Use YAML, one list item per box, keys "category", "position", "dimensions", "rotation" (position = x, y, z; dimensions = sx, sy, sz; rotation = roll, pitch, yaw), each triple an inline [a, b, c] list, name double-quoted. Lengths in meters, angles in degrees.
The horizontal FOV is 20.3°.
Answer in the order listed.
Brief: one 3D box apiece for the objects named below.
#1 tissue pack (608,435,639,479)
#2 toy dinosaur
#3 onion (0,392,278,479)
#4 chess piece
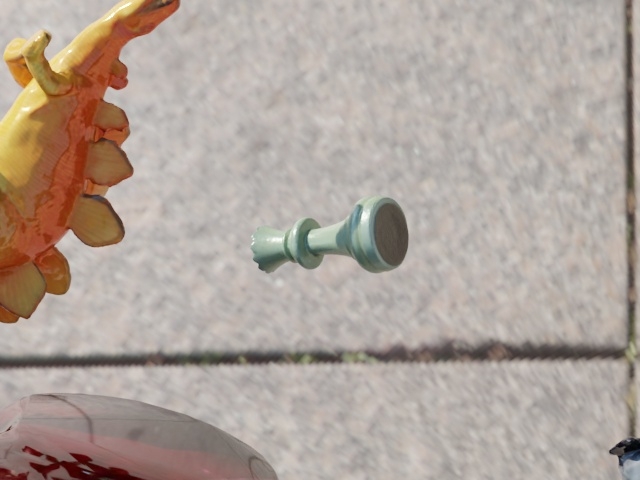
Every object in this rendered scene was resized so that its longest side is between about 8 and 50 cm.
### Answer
- category: "tissue pack"
  position: [0.292, 0.198, 0.659]
  dimensions: [0.259, 0.122, 0.361]
  rotation: [-24, 70, 20]
- category: "toy dinosaur"
  position: [-0.166, -0.016, 0.933]
  dimensions: [0.288, 0.070, 0.117]
  rotation: [-46, 108, 2]
- category: "onion"
  position: [-0.155, 0.314, 0.930]
  dimensions: [0.398, 0.398, 0.420]
  rotation: [11, 120, 19]
- category: "chess piece"
  position: [0.000, 0.000, 0.984]
  dimensions: [0.093, 0.042, 0.042]
  rotation: [-6, 70, 35]
